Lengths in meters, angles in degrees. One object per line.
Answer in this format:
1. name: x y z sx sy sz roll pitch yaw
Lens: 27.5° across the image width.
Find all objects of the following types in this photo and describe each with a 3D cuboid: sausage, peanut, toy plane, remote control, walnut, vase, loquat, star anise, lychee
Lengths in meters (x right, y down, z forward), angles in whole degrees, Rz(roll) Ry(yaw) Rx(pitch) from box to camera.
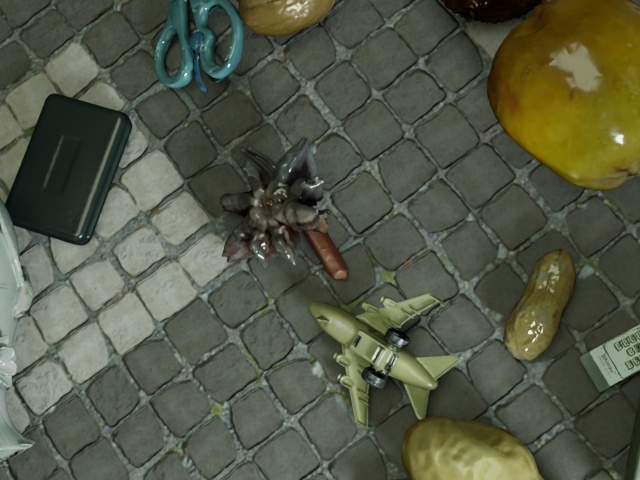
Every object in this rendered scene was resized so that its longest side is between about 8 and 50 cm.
1. sausage: 0.000 0.000 2.023 0.035 0.030 0.147 -30 73 7
2. peanut: 0.254 0.350 1.832 0.319 0.147 0.147 34 87 20
3. toy plane: 0.079 0.158 1.942 0.244 0.092 0.229 31 100 14
4. remote control: 0.459 0.156 1.885 0.162 0.029 0.061 -28 75 1
5. walnut: -0.054 -0.395 2.070 0.166 0.149 0.166 -20 43 20
6. peanut: 0.322 0.093 1.903 0.080 0.080 0.174 23 84 17
7. vase: -0.567 0.138 2.028 0.250 0.250 0.445 -14 80 10
8. loquat: 0.385 -0.214 1.870 0.276 0.276 0.284 -31 76 5
9. star anise: -0.066 -0.053 1.991 0.236 0.093 0.229 27 100 44
10. lychee: 0.264 -0.417 1.974 0.200 0.200 0.238 15 60 16

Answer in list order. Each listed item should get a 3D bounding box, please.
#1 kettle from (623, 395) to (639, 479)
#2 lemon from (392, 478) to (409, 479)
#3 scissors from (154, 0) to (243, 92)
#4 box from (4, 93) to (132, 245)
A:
1. kettle: 0.613 0.270 1.739 0.377 0.250 0.361 11 55 13
2. lemon: 0.118 0.377 1.897 0.083 0.062 0.062 -8 76 -3
3. scissors: -0.217 -0.422 2.146 0.180 0.032 0.393 -20 68 29
4. box: -0.412 -0.116 2.134 0.160 0.050 0.230 17 82 16
